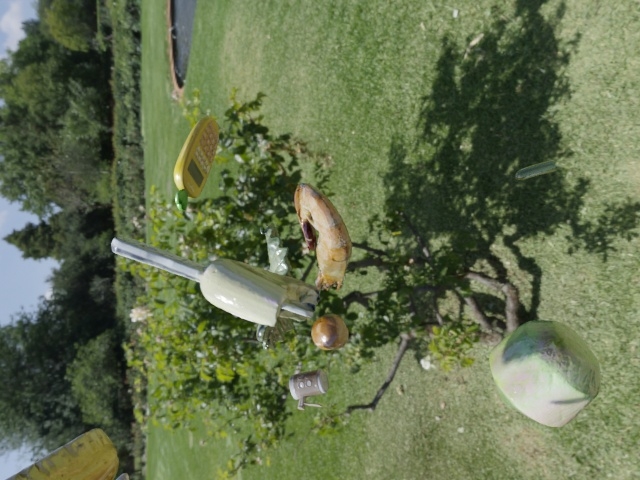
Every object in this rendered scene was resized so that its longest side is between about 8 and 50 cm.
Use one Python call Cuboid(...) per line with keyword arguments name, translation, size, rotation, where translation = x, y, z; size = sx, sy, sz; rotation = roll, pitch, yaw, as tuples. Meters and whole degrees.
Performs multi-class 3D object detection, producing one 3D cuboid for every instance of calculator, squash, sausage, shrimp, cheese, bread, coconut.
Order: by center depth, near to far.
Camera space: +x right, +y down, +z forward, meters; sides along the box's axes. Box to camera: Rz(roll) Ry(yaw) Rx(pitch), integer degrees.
Cuboid(name="cheese", translation=(-0.112, 0.042, 0.486), size=(0.127, 0.235, 0.049), rotation=(-100, 31, -88))
Cuboid(name="shrimp", translation=(-0.003, 0.002, 0.689), size=(0.133, 0.053, 0.236), rotation=(39, 155, 28))
Cuboid(name="bread", translation=(-0.452, 0.422, 0.731), size=(0.106, 0.236, 0.140), rotation=(49, 122, 11))
Cuboid(name="coconut", translation=(0.495, 0.303, 0.989), size=(0.236, 0.205, 0.235), rotation=(7, 101, 38))
Cuboid(name="squash", translation=(0.489, -0.159, 1.000), size=(0.083, 0.027, 0.027), rotation=(-14, 74, 23))
Cuboid(name="calculator", translation=(-0.293, -0.182, 1.033), size=(0.146, 0.032, 0.234), rotation=(88, -160, -73))
Cuboid(name="sausage", translation=(0.029, 0.266, 1.269), size=(0.270, 0.109, 0.108), rotation=(79, -177, -75))

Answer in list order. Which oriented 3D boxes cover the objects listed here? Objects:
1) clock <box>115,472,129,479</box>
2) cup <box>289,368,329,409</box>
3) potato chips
Cuboid(name="clock", translation=(-0.473, 0.691, 0.943), size=(0.108, 0.265, 0.324), rotation=(102, 158, -65))
Cuboid(name="cup", translation=(-0.032, 0.424, 1.265), size=(0.102, 0.099, 0.074), rotation=(-76, -35, -62))
Cuboid(name="potato chips", translation=(-0.123, 0.133, 1.296), size=(0.389, 0.097, 0.373), rotation=(86, -176, -74))
